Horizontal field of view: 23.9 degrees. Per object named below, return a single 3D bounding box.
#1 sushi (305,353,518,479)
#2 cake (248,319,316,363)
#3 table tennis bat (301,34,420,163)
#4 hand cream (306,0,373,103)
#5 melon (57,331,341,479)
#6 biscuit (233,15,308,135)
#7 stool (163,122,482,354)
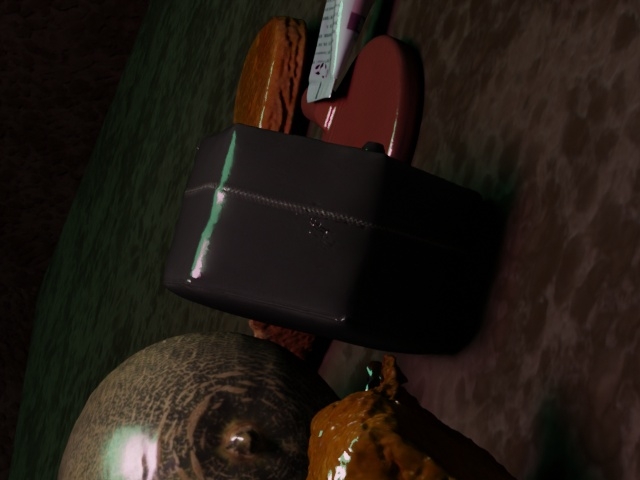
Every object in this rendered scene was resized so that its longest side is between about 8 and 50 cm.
[{"bbox_3d":[0.072,0.203,0.867,0.140,0.149,0.287,95,161,-82],"label":"sushi"},{"bbox_3d":[-0.029,0.042,1.422,0.116,0.113,0.295,-101,11,-50],"label":"cake"},{"bbox_3d":[0.029,-0.107,1.464,0.310,0.038,0.200,-128,55,-70],"label":"table tennis bat"},{"bbox_3d":[0.044,-0.298,1.513,0.331,0.058,0.085,-70,19,-4],"label":"hand cream"},{"bbox_3d":[-0.094,0.206,1.224,0.329,0.249,0.248,128,152,-60],"label":"melon"},{"bbox_3d":[-0.070,-0.129,1.807,0.262,0.052,0.277,147,135,-74],"label":"biscuit"},{"bbox_3d":[0.000,0.000,1.143,0.232,0.232,0.141,179,105,-74],"label":"stool"}]
